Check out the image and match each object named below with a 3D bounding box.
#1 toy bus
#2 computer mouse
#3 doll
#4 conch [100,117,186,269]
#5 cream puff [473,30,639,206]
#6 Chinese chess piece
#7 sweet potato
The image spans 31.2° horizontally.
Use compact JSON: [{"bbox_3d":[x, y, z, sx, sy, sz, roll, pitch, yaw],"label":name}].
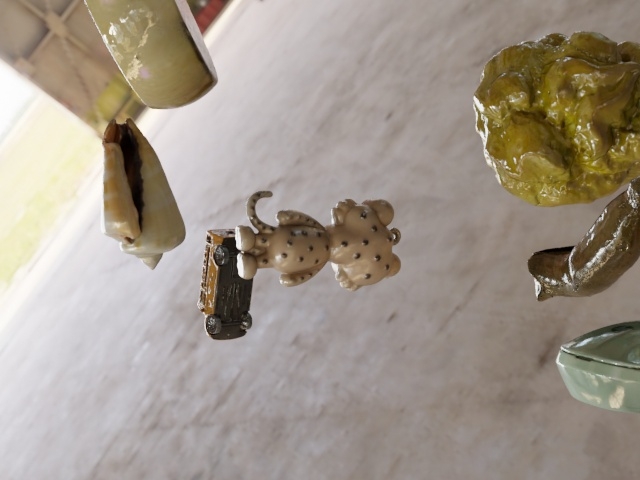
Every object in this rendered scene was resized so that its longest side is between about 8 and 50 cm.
[{"bbox_3d":[-0.171,0.079,2.076,0.088,0.083,0.194,23,110,49],"label":"toy bus"},{"bbox_3d":[0.411,0.141,1.366,0.159,0.288,0.097,8,98,58],"label":"computer mouse"},{"bbox_3d":[-0.001,0.002,1.841,0.119,0.278,0.154,-171,85,-70],"label":"doll"},{"bbox_3d":[-0.323,-0.072,1.950,0.127,0.255,0.158,-18,-4,39],"label":"conch"},{"bbox_3d":[0.432,-0.215,1.893,0.257,0.324,0.291,-24,44,60],"label":"cream puff"},{"bbox_3d":[-0.215,-0.282,1.418,0.097,0.251,0.251,-24,18,3],"label":"Chinese chess piece"},{"bbox_3d":[0.383,0.011,1.614,0.085,0.112,0.286,-42,-9,-33],"label":"sweet potato"}]
